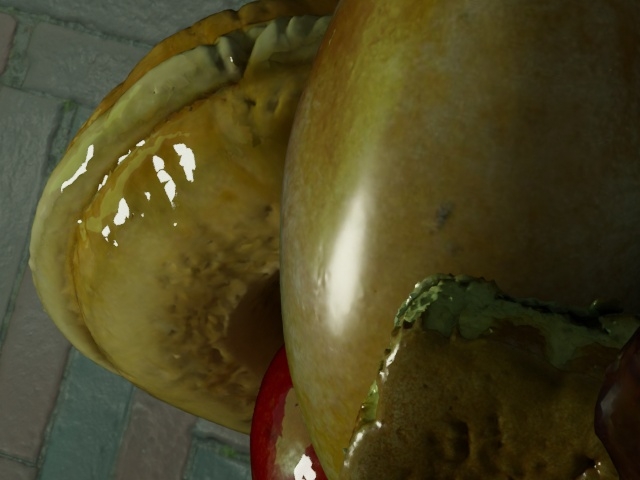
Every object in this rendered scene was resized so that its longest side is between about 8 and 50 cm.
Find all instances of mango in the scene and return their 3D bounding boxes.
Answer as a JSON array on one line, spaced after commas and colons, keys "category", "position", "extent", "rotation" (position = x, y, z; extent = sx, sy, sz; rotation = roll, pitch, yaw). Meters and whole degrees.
[{"category": "mango", "position": [0.079, 0.010, 0.618], "extent": [0.221, 0.198, 0.384], "rotation": [-69, -19, -74]}]

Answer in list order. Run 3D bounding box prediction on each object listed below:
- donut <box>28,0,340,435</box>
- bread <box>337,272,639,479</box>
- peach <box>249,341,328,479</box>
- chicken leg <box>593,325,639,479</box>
[{"category": "donut", "position": [0.000, 0.000, 0.978], "extent": [0.449, 0.448, 0.198], "rotation": [100, 161, -46]}, {"category": "bread", "position": [0.072, 0.087, 0.485], "extent": [0.069, 0.127, 0.140], "rotation": [-58, -18, -59]}, {"category": "peach", "position": [0.053, 0.153, 0.841], "extent": [0.243, 0.199, 0.244], "rotation": [-2, -90, -88]}, {"category": "chicken leg", "position": [0.075, 0.131, 0.369], "extent": [0.113, 0.093, 0.304], "rotation": [-31, -38, -66]}]
